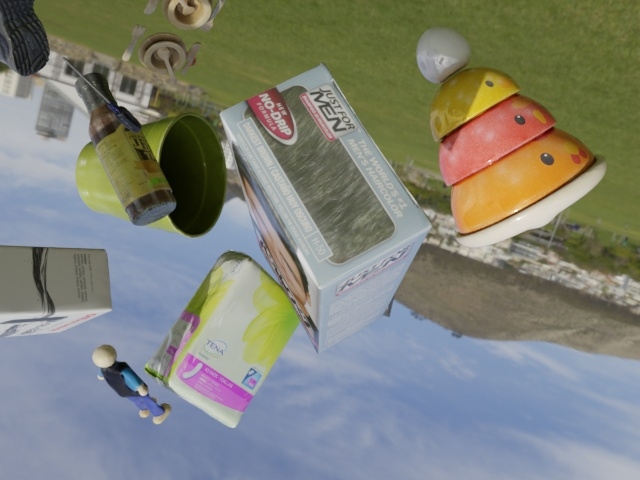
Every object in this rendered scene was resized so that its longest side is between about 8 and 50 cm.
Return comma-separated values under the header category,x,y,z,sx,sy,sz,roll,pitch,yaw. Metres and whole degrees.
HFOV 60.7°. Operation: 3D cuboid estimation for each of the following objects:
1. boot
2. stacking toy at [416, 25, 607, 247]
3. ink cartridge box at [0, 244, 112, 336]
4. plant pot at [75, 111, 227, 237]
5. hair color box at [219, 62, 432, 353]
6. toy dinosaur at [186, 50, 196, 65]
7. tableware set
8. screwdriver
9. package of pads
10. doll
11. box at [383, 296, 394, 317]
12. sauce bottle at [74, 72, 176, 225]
category,x,y,z,sx,sy,sz,roll,pitch,yaw
boot,-0.622,-0.481,0.983,0.222,0.338,0.118,32,-137,8
stacking toy,0.352,-0.254,1.203,0.480,0.350,0.350,58,-169,-1
ink cartridge box,-0.510,0.087,0.880,0.196,0.114,0.272,-21,165,36
plant pot,-0.530,-0.198,1.670,0.352,0.367,0.366,3,-176,20
hair color box,0.000,0.000,0.630,0.185,0.113,0.374,59,169,17
toy dinosaur,-0.375,-0.496,1.459,0.082,0.047,0.090,16,179,-3
tableware set,-0.253,-0.361,0.959,0.128,0.194,0.039,0,-122,-42
screwdriver,-0.325,-0.215,0.814,0.025,0.024,0.170,12,161,29
package of pads,-0.184,0.194,1.106,0.101,0.297,0.229,13,153,44
doll,-0.333,0.244,0.935,0.129,0.046,0.189,10,140,30
box,0.099,0.063,1.210,0.056,0.183,0.231,9,171,38
sauce bottle,-0.434,-0.204,1.194,0.345,0.111,0.111,62,-163,5
